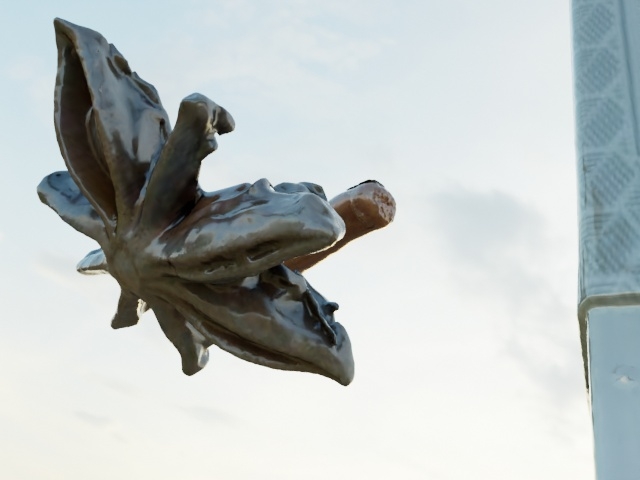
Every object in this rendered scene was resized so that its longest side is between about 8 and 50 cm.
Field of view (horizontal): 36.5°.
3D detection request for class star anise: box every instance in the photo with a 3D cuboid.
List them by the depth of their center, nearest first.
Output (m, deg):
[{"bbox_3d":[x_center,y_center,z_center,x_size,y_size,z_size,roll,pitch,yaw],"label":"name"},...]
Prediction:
[{"bbox_3d":[-0.077,-0.007,0.627,0.257,0.110,0.198,29,-50,18],"label":"star anise"}]

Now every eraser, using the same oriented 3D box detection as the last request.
[{"bbox_3d":[0.165,-0.038,0.446,0.096,0.404,0.098,-2,-42,16],"label":"eraser"}]

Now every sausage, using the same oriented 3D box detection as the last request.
[{"bbox_3d":[0.000,0.000,0.743,0.036,0.042,0.158,-10,-19,-40],"label":"sausage"}]
